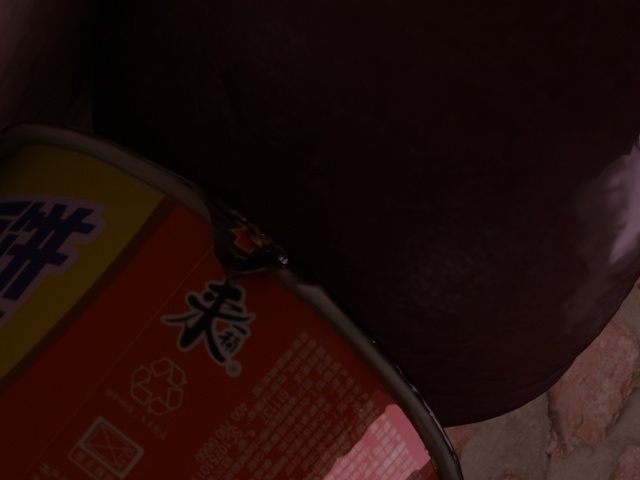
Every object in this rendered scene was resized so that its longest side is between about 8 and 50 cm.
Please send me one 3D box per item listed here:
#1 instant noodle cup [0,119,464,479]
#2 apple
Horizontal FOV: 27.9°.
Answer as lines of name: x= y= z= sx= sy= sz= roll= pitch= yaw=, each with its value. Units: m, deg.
instant noodle cup: x=-0.085 y=0.093 z=0.423 sx=0.174 sy=0.213 sz=0.213 roll=-50 pitch=174 yaw=-24
apple: x=0.047 y=-0.074 z=0.510 sx=0.305 sy=0.235 sz=0.305 roll=-49 pitch=171 yaw=-11
